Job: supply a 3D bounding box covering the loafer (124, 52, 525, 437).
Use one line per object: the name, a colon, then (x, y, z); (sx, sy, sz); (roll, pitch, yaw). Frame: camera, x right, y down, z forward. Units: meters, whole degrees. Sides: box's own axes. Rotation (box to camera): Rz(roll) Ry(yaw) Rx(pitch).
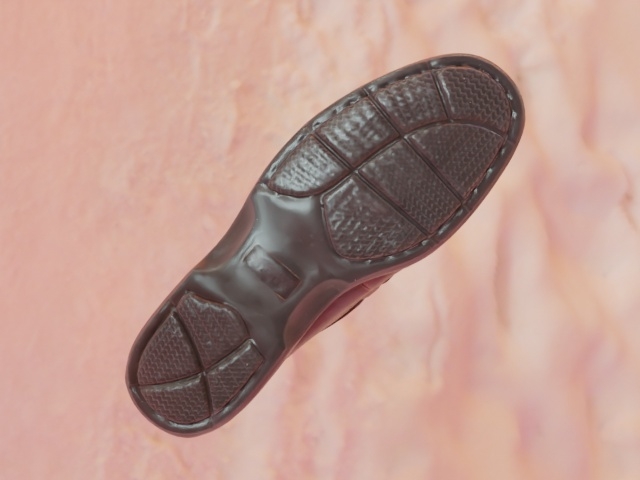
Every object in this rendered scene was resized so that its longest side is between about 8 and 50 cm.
loafer: (0.000, 0.000, 0.601); (0.109, 0.302, 0.095); (47, 8, 4)
